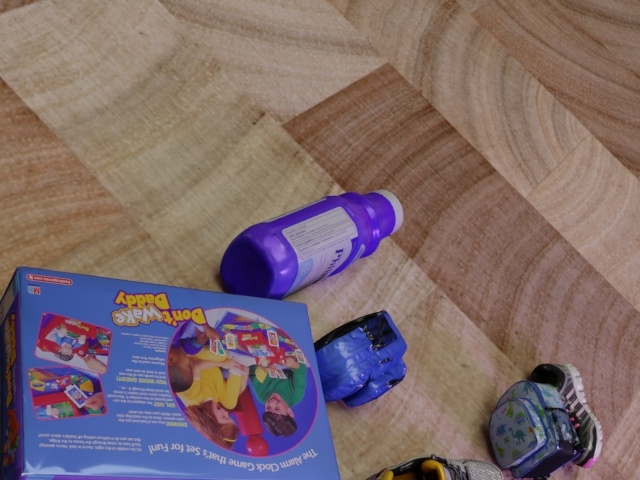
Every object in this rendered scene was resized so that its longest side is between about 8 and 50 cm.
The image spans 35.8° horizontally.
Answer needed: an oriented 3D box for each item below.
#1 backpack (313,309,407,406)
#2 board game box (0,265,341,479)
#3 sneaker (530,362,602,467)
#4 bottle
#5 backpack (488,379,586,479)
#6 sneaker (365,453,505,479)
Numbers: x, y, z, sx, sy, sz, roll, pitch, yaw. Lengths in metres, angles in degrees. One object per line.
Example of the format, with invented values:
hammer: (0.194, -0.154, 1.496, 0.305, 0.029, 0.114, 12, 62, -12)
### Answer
backpack: (0.041, 0.150, 1.213, 0.120, 0.098, 0.101, -19, 72, -44)
board game box: (-0.162, 0.165, 1.068, 0.347, 0.078, 0.233, 10, 50, -29)
sneaker: (0.336, 0.238, 1.381, 0.075, 0.063, 0.170, 17, 42, -24)
bottle: (0.000, 0.000, 1.295, 0.283, 0.118, 0.092, -23, 71, -46)
backpack: (0.274, 0.243, 1.299, 0.084, 0.105, 0.114, 13, 47, -28)
sneaker: (0.138, 0.298, 1.164, 0.225, 0.093, 0.088, -1, 56, -38)
